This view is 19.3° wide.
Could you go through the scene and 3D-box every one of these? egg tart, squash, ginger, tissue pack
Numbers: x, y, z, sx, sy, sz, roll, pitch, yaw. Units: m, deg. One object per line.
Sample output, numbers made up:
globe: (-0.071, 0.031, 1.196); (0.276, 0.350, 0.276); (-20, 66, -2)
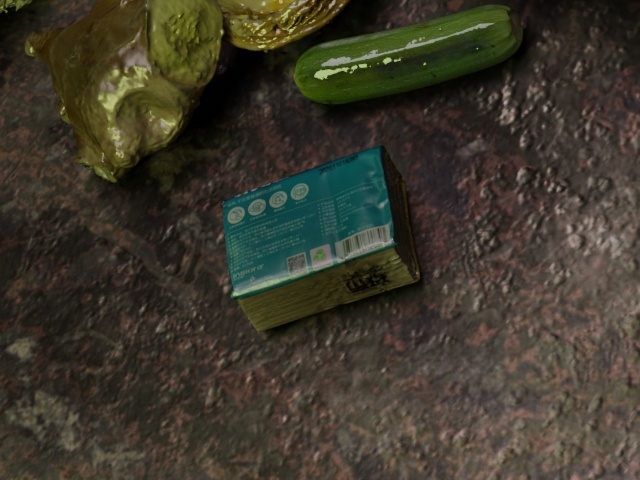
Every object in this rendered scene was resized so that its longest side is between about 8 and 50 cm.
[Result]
egg tart: (-0.034, -0.275, 1.909); (0.213, 0.090, 0.212); (-12, 55, 18)
squash: (0.082, -0.177, 1.807); (0.229, 0.066, 0.066); (-13, 57, 21)
ginger: (-0.212, -0.170, 1.921); (0.270, 0.123, 0.218); (7, 83, 58)
tissue pack: (0.000, 0.000, 1.731); (0.169, 0.082, 0.120); (-19, 54, 16)

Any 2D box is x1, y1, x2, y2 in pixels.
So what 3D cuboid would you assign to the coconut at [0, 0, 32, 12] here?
coconut: (-0.448, -0.380, 2.023); (0.297, 0.309, 0.297); (-8, 54, 11)
